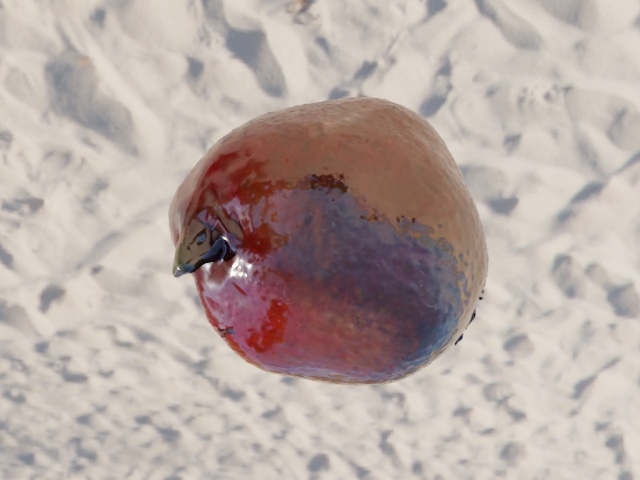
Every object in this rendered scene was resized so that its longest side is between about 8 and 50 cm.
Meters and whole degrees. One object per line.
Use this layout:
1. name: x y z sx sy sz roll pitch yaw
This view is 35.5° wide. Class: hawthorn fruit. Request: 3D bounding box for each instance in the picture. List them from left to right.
1. hawthorn fruit: 0.007 -0.004 0.983 0.311 0.295 0.295 23 145 -16
